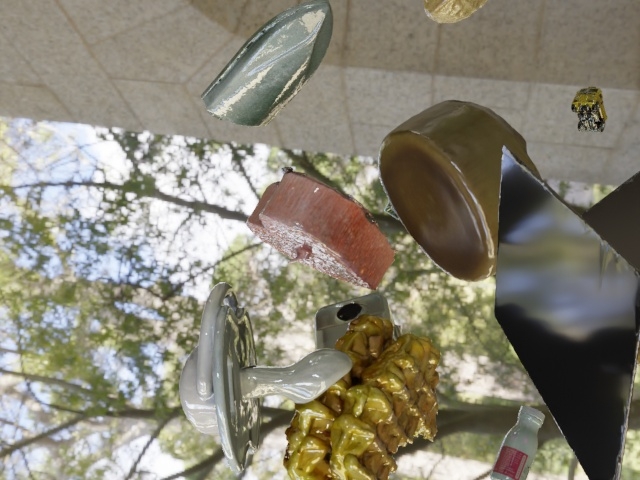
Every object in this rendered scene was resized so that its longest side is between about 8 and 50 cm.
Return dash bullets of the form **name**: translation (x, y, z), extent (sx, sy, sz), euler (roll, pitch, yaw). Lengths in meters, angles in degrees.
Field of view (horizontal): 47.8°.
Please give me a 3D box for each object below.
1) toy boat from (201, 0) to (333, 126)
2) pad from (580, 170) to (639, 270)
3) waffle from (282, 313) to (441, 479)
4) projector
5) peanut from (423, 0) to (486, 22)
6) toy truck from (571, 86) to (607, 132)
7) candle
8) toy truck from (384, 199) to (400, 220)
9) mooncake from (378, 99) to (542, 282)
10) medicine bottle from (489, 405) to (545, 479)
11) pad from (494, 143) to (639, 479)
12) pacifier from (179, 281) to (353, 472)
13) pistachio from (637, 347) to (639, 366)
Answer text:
- **toy boat**: translation (-0.082, -0.311, 1.267), extent (0.141, 0.320, 0.092), euler (8, -122, -38)
- **pad**: translation (0.484, -0.001, 1.183), extent (0.006, 0.246, 0.170), euler (52, -179, -45)
- **waffle**: translation (0.070, 0.273, 1.067), extent (0.324, 0.151, 0.261), euler (-51, -44, -50)
- **projector**: translation (0.080, 0.228, 1.373), extent (0.242, 0.164, 0.177), euler (-90, -17, -61)
- **peanut**: translation (0.292, -0.532, 1.539), extent (0.136, 0.120, 0.298), euler (-47, 2, 33)
- **toy truck**: translation (0.513, -0.250, 1.375), extent (0.054, 0.049, 0.083), euler (-57, -46, -23)
- **candle**: translation (0.000, 0.000, 1.366), extent (0.131, 0.287, 0.317), euler (-61, 15, -10)
- **toy truck**: translation (0.246, -0.150, 1.920), extent (0.115, 0.080, 0.177), euler (-29, -32, -51)
- **mooncake**: translation (0.230, -0.084, 1.164), extent (0.156, 0.284, 0.284), euler (-32, -32, -16)
- **medicine bottle**: translation (0.529, 0.552, 1.926), extent (0.216, 0.091, 0.090), euler (-60, -20, -22)
- **pad**: translation (0.200, 0.054, 0.628), extent (0.299, 0.005, 0.202), euler (-100, 7, -66)
- **pacifier**: translation (-0.062, 0.164, 0.916), extent (0.279, 0.208, 0.227), euler (64, -157, -84)
- **pistachio**: translation (0.649, 0.169, 1.304), extent (0.189, 0.110, 0.100), euler (-46, -10, 1)
